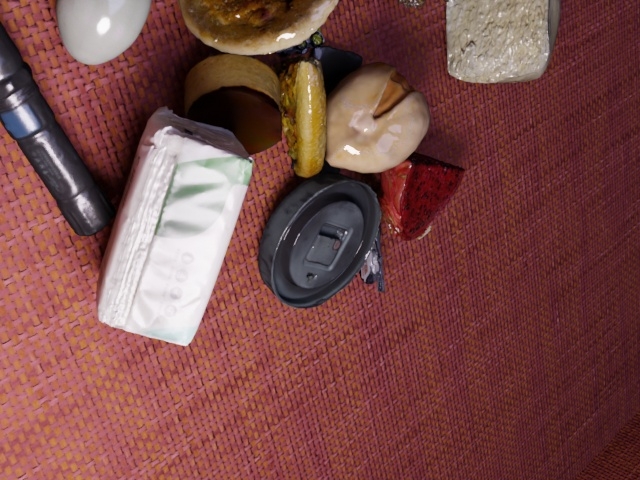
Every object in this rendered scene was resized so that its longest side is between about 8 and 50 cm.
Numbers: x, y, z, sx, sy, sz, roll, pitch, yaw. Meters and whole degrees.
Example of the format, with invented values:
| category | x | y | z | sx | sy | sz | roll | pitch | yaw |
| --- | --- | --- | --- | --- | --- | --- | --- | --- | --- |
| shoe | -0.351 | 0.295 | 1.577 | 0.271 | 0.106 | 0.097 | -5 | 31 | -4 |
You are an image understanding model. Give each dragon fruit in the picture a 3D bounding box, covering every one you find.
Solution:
| category | x | y | z | sx | sy | sz | roll | pitch | yaw |
| --- | --- | --- | --- | --- | --- | --- | --- | --- | --- |
| dragon fruit | 0.198 | -0.115 | 1.982 | 0.317 | 0.152 | 0.205 | 0 | 112 | -59 |

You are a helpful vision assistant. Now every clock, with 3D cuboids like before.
| category | x | y | z | sx | sy | sz | roll | pitch | yaw |
| --- | --- | --- | --- | --- | --- | --- | --- | --- | --- |
| clock | 0.000 | 0.000 | 1.832 | 0.325 | 0.067 | 0.325 | -28 | 136 | -31 |

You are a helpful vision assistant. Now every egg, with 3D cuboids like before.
| category | x | y | z | sx | sy | sz | roll | pitch | yaw |
| --- | --- | --- | --- | --- | --- | --- | --- | --- | --- |
| egg | -0.367 | -0.398 | 1.374 | 0.151 | 0.151 | 0.209 | 19 | 96 | -44 |

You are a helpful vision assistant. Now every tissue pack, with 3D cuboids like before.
| category | x | y | z | sx | sy | sz | roll | pitch | yaw |
| --- | --- | --- | --- | --- | --- | --- | --- | --- | --- |
| tissue pack | -0.262 | -0.034 | 1.450 | 0.193 | 0.266 | 0.357 | 17 | 102 | -17 |

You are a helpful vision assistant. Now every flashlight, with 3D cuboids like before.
| category | x | y | z | sx | sy | sz | roll | pitch | yaw |
| --- | --- | --- | --- | --- | --- | --- | --- | --- | --- |
| flashlight | -0.476 | -0.182 | 1.379 | 0.103 | 0.103 | 0.424 | -44 | 129 | -24 |

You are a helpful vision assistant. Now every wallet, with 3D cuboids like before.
| category | x | y | z | sx | sy | sz | roll | pitch | yaw |
| --- | --- | --- | --- | --- | --- | --- | --- | --- | --- |
| wallet | 0.014 | -0.290 | 1.838 | 0.146 | 0.030 | 0.286 | 4 | 100 | -41 |

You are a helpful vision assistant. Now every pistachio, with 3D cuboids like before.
| category | x | y | z | sx | sy | sz | roll | pitch | yaw |
| --- | --- | --- | --- | --- | --- | --- | --- | --- | --- |
| pistachio | 0.114 | -0.259 | 1.763 | 0.309 | 0.229 | 0.230 | -50 | 136 | -55 |

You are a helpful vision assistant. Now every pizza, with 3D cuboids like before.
| category | x | y | z | sx | sy | sz | roll | pitch | yaw |
| --- | --- | --- | --- | --- | --- | --- | --- | --- | --- |
| pizza | -0.031 | -0.240 | 1.649 | 0.087 | 0.268 | 0.258 | -13 | 104 | -9 |

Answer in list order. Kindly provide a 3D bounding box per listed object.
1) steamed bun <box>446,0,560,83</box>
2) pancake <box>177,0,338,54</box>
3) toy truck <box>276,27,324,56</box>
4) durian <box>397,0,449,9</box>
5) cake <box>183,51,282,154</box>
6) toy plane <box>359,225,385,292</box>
| category | x | y | z | sx | sy | sz | roll | pitch | yaw |
| --- | --- | --- | --- | --- | --- | --- | --- | --- | --- |
| steamed bun | 0.488 | -0.524 | 2.037 | 0.273 | 0.272 | 0.291 | 0 | 107 | -43 |
| pancake | -0.106 | -0.508 | 1.490 | 0.065 | 0.356 | 0.356 | 29 | 81 | -81 |
| toy truck | -0.052 | -0.431 | 1.711 | 0.111 | 0.076 | 0.077 | -18 | 97 | -36 |
| durian | 0.248 | -0.615 | 1.865 | 0.196 | 0.196 | 0.167 | -15 | 122 | -38 |
| cake | -0.163 | -0.288 | 1.590 | 0.207 | 0.185 | 0.178 | 23 | 50 | -23 |
| toy plane | 0.125 | 0.028 | 2.007 | 0.053 | 0.078 | 0.197 | 3 | 86 | -40 |
